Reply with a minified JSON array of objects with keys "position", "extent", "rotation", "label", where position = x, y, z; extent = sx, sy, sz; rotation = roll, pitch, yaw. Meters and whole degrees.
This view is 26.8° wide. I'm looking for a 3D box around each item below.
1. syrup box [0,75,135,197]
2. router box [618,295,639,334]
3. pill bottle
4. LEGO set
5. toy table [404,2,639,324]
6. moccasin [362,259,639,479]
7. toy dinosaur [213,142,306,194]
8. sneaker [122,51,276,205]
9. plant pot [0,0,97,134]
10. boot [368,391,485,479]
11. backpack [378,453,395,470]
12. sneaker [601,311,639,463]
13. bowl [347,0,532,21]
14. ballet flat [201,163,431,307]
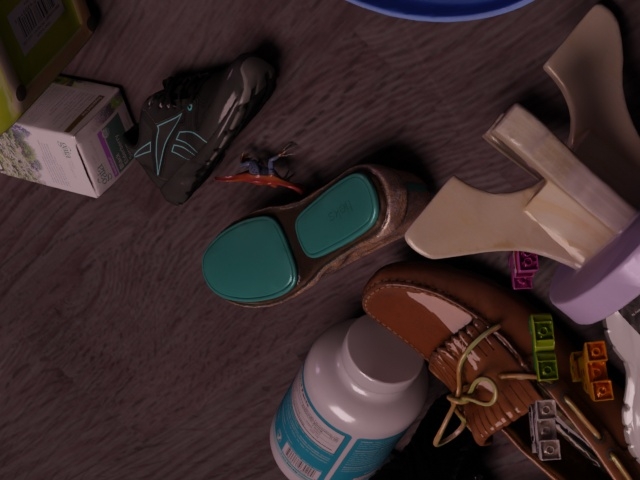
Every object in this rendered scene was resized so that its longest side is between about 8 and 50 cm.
[{"position":[-0.335,-0.134,1.585],"extent":[0.236,0.096,0.093],"rotation":[13,139,30],"label":"syrup box"},{"position":[0.356,0.038,1.156],"extent":[0.179,0.046,0.133],"rotation":[-39,101,23],"label":"router box"},{"position":[0.038,0.187,1.574],"extent":[0.146,0.146,0.264],"rotation":[34,144,5],"label":"pill bottle"},{"position":[0.239,0.102,1.325],"extent":[0.087,0.227,0.093],"rotation":[-3,167,-1],"label":"LEGO set"},{"position":[0.208,-0.050,1.110],"extent":[0.161,0.252,0.274],"rotation":[39,173,1],"label":"toy table"},{"position":[0.198,0.163,1.409],"extent":[0.380,0.147,0.139],"rotation":[41,144,-4],"label":"moccasin"},{"position":[-0.056,-0.064,1.452],"extent":[0.082,0.090,0.047],"rotation":[48,176,46],"label":"toy dinosaur"},{"position":[-0.137,-0.128,1.422],"extent":[0.106,0.101,0.267],"rotation":[43,144,-3],"label":"sneaker"},{"position":[-0.377,-0.244,1.401],"extent":[0.207,0.228,0.227],"rotation":[8,135,25],"label":"plant pot"},{"position":[0.127,0.324,1.568],"extent":[0.094,0.246,0.207],"rotation":[17,136,26],"label":"boot"},{"position":[0.065,0.327,1.730],"extent":[0.105,0.114,0.084],"rotation":[29,143,13],"label":"backpack"},{"position":[0.351,0.125,1.279],"extent":[0.129,0.111,0.297],"rotation":[2,133,29],"label":"sneaker"},{"position":[0.060,-0.351,1.028],"extent":[0.391,0.077,0.391],"rotation":[23,141,20],"label":"bowl"},{"position":[0.000,0.000,1.436],"extent":[0.316,0.106,0.108],"rotation":[-20,82,47],"label":"ballet flat"}]
